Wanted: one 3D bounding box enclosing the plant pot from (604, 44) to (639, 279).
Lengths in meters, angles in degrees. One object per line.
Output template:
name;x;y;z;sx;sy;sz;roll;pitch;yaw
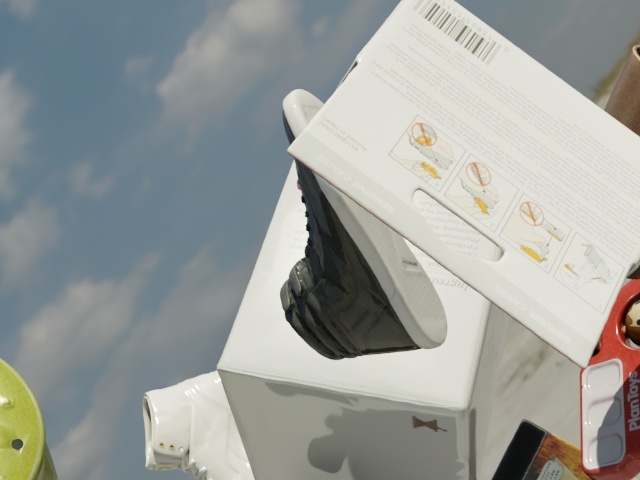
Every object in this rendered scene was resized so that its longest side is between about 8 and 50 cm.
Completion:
plant pot;0.400;-0.075;1.340;0.230;0.215;0.215;-61;-10;24

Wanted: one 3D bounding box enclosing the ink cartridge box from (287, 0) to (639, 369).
ink cartridge box;0.130;-0.051;0.899;0.239;0.275;0.060;-54;1;-35

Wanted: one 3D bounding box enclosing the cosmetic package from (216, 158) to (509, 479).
cosmetic package;0.089;0.128;1.607;0.329;0.327;0.393;80;-157;-51

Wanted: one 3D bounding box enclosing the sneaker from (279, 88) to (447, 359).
sneaker;0.000;0.000;1.160;0.147;0.295;0.104;-23;10;28

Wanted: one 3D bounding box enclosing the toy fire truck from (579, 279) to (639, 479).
toy fire truck;0.448;0.154;1.482;0.254;0.169;0.302;-23;45;35

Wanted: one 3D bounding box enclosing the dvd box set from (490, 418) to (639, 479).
dvd box set;0.395;0.491;1.779;0.062;0.420;0.307;23;83;56

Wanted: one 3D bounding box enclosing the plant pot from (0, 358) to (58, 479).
plant pot;-0.435;0.292;1.237;0.366;0.366;0.353;-48;-11;-42

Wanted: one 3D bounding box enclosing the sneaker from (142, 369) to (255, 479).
sneaker;-0.183;0.354;1.750;0.169;0.292;0.108;-12;-23;-25
